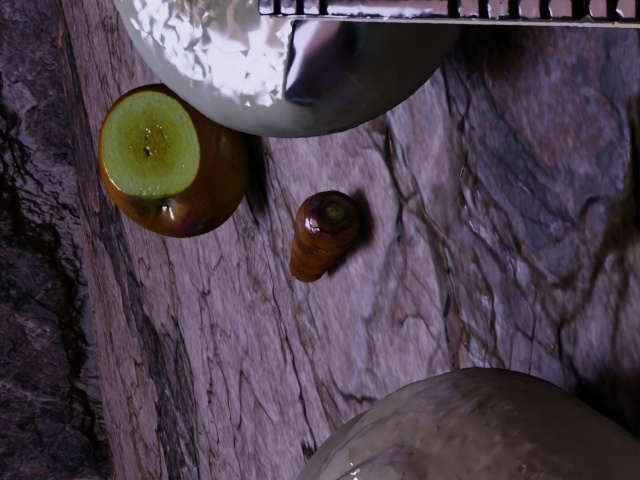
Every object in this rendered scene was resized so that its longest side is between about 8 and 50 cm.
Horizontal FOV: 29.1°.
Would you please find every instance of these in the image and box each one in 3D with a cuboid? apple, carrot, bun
[{"bbox_3d":[-0.153,-0.083,1.315,0.163,0.146,0.147,44,-139,-53],"label":"apple"},{"bbox_3d":[0.000,0.000,1.086,0.161,0.055,0.055,115,140,-73],"label":"carrot"},{"bbox_3d":[0.084,0.250,0.677,0.365,0.219,0.365,169,90,-67],"label":"bun"},{"bbox_3d":[-0.003,-0.205,0.773,0.283,0.179,0.283,17,115,40],"label":"bun"}]

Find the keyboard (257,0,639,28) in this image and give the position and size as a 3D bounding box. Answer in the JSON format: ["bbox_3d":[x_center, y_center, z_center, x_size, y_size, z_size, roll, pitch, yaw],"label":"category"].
[{"bbox_3d":[0.076,-0.148,0.567,0.317,0.027,0.106,10,115,43],"label":"keyboard"}]
